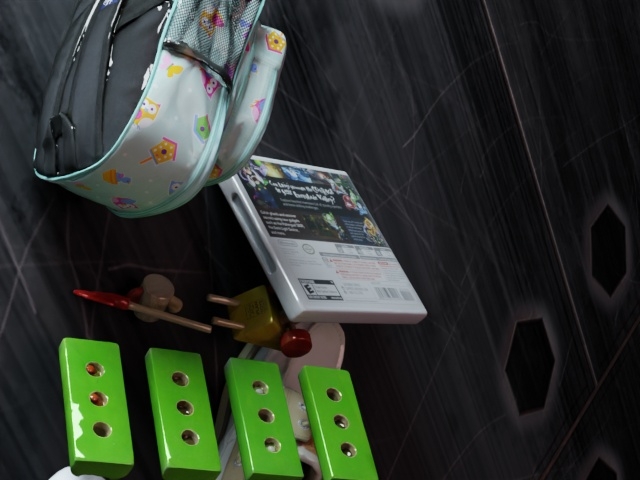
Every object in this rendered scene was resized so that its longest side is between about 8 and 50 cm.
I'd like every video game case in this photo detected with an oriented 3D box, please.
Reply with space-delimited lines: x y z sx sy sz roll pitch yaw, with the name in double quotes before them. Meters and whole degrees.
"video game case" 0.000 0.000 1.110 0.190 0.022 0.173 6 49 -52

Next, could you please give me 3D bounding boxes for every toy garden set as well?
"toy garden set" -0.092 0.109 0.971 0.244 0.049 0.204 10 43 -28

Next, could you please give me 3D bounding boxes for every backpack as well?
"backpack" -0.123 -0.107 0.911 0.144 0.165 0.188 37 63 -35

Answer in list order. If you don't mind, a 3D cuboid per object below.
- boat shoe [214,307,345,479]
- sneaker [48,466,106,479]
"boat shoe" -0.037 0.185 1.063 0.113 0.103 0.302 54 49 -37
"sneaker" -0.159 0.294 0.910 0.091 0.094 0.258 -39 120 -51
